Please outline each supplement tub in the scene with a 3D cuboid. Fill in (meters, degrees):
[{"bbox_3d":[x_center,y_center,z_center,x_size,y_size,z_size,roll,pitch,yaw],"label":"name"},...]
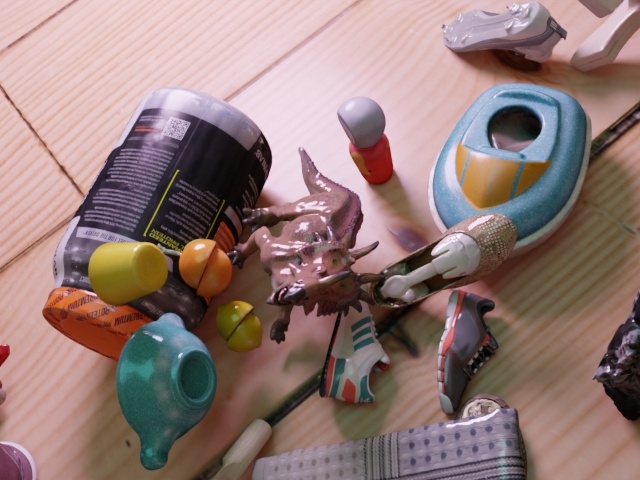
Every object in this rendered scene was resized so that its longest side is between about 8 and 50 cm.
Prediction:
[{"bbox_3d":[-0.213,-0.017,1.069,0.207,0.207,0.338,10,61,24],"label":"supplement tub"}]

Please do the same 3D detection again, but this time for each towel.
[{"bbox_3d":[0.064,0.344,0.810,0.324,0.056,0.312,-17,55,26],"label":"towel"}]

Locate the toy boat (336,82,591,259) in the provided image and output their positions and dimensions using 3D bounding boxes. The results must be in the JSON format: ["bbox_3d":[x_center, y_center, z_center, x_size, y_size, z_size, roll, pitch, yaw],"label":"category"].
[{"bbox_3d":[0.175,-0.108,1.037,0.318,0.148,0.267,11,63,24],"label":"toy boat"}]

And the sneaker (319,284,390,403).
[{"bbox_3d":[0.051,0.127,0.992,0.075,0.057,0.161,16,56,1],"label":"sneaker"}]

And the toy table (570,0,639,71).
[{"bbox_3d":[0.443,-0.317,1.040,0.252,0.274,0.161,31,77,-4],"label":"toy table"}]

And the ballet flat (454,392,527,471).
[{"bbox_3d":[0.169,0.275,0.846,0.084,0.058,0.249,0,59,20],"label":"ballet flat"}]

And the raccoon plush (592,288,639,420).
[{"bbox_3d":[0.487,0.073,0.797,0.299,0.216,0.446,29,70,23],"label":"raccoon plush"}]

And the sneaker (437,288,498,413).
[{"bbox_3d":[0.173,0.128,0.942,0.065,0.061,0.158,7,61,15],"label":"sneaker"}]

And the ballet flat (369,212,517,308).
[{"bbox_3d":[0.138,0.034,0.955,0.206,0.067,0.073,-35,82,37],"label":"ballet flat"}]

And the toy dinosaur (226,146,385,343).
[{"bbox_3d":[0.000,0.000,0.986,0.200,0.127,0.295,-23,38,41],"label":"toy dinosaur"}]

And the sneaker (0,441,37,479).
[{"bbox_3d":[-0.392,0.342,0.922,0.106,0.162,0.281,-29,54,-1],"label":"sneaker"}]

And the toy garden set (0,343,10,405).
[{"bbox_3d":[-0.515,0.234,1.106,0.204,0.049,0.244,9,61,25],"label":"toy garden set"}]

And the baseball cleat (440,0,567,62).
[{"bbox_3d":[0.265,-0.289,1.171,0.206,0.109,0.072,18,80,62],"label":"baseball cleat"}]

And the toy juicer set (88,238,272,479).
[{"bbox_3d":[-0.148,0.153,0.929,0.089,0.209,0.329,-11,91,33],"label":"toy juicer set"}]
